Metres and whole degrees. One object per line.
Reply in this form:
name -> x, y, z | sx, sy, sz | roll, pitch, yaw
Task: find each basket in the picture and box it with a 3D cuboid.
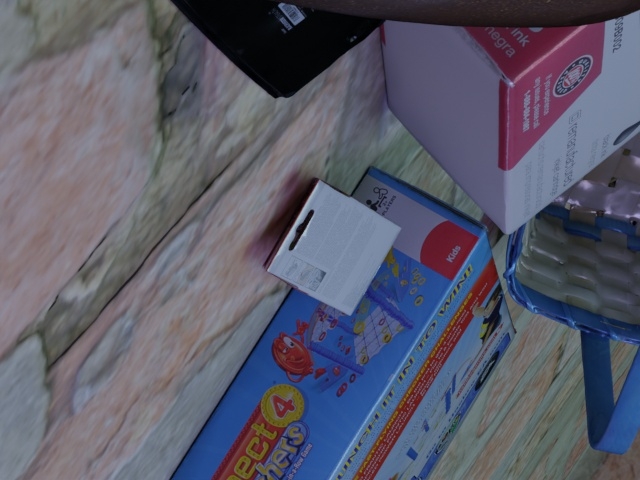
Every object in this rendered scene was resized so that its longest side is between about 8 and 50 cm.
basket -> 0.254, -0.005, 1.533 | 0.289, 0.201, 0.255 | -93, -161, -56

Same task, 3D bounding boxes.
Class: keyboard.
keyboard -> -0.012, -0.126, 0.893 | 0.100, 0.038, 0.192 | -37, 166, 4

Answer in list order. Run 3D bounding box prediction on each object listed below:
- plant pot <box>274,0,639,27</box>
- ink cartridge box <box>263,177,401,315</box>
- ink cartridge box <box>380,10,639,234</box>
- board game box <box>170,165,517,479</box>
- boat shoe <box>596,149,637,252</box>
plant pot -> 0.002, -0.157, 0.595 | 0.230, 0.215, 0.215 | -19, 139, -46
ink cartridge box -> 0.000, 0.000, 1.124 | 0.063, 0.029, 0.115 | -60, 150, 0
ink cartridge box -> 0.174, -0.162, 1.085 | 0.283, 0.117, 0.207 | -38, 159, -10
board game box -> 0.010, 0.138, 1.308 | 0.308, 0.086, 0.302 | -57, 164, -9
boat shoe -> 0.328, -0.081, 1.841 | 0.116, 0.123, 0.324 | -51, 161, -20
